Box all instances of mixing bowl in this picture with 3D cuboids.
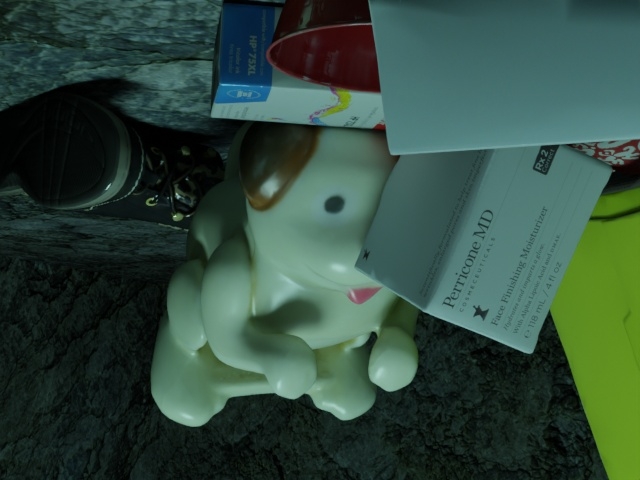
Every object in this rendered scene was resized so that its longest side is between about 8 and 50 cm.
[{"bbox_3d":[0.053,-0.176,0.896,0.181,0.098,0.181,4,172,1],"label":"mixing bowl"}]

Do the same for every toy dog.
[{"bbox_3d":[0.000,0.000,1.367,0.284,0.395,0.408,9,154,-17],"label":"toy dog"}]

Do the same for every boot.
[{"bbox_3d":[-0.238,-0.086,1.533,0.284,0.138,0.377,10,174,-36],"label":"boot"}]

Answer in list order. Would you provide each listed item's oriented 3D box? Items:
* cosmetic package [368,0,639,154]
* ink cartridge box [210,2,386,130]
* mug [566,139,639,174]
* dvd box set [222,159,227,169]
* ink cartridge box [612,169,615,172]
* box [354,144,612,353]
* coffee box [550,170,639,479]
[{"bbox_3d":[0.240,-0.130,0.734,0.284,0.097,0.377,-4,-169,30],"label":"cosmetic package"},{"bbox_3d":[0.017,-0.156,1.136,0.231,0.078,0.134,3,172,-8],"label":"ink cartridge box"},{"bbox_3d":[0.232,-0.131,1.137,0.169,0.113,0.150,13,166,-37],"label":"mug"},{"bbox_3d":[-0.024,-0.053,1.988,0.420,0.062,0.307,7,171,-29],"label":"dvd box set"},{"bbox_3d":[0.384,-0.101,1.587,0.115,0.029,0.063,2,173,5],"label":"ink cartridge box"},{"bbox_3d":[0.140,-0.019,1.108,0.119,0.181,0.182,21,-175,-21],"label":"box"},{"bbox_3d":[0.461,0.056,1.209,0.334,0.338,0.338,-21,-177,-24],"label":"coffee box"}]
